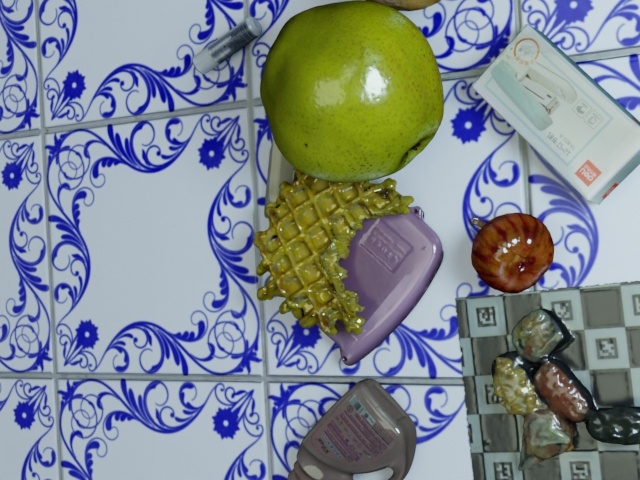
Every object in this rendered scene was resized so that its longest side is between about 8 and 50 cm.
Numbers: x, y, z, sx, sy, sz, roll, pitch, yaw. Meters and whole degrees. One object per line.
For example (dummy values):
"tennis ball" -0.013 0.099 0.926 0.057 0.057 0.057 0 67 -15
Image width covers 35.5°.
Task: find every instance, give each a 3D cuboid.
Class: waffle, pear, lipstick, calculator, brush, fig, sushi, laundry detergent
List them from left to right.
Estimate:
"lipstick" -0.168 -0.353 1.810 0.141 0.040 0.040 -29 78 24
"brush" -0.054 -0.193 1.755 0.060 0.050 0.321 12 104 24
"waffle" 0.000 0.000 1.672 0.259 0.069 0.293 21 92 29
"pear" 0.050 -0.228 1.569 0.294 0.294 0.294 1 91 28
"laundry detergent" 0.054 0.366 1.687 0.171 0.076 0.237 46 111 18
"calculator" 0.078 0.059 1.687 0.194 0.043 0.294 43 107 21
"fig" 0.283 0.020 1.543 0.150 0.128 0.128 -9 86 54
"sushi" 0.379 0.243 1.522 0.359 0.064 0.343 -7 88 27

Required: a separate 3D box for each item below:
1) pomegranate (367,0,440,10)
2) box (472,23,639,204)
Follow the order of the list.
"pomegranate" 0.129 -0.473 1.546 0.248 0.248 0.248 1 91 28
"box" 0.370 -0.192 1.509 0.269 0.079 0.135 49 112 19
